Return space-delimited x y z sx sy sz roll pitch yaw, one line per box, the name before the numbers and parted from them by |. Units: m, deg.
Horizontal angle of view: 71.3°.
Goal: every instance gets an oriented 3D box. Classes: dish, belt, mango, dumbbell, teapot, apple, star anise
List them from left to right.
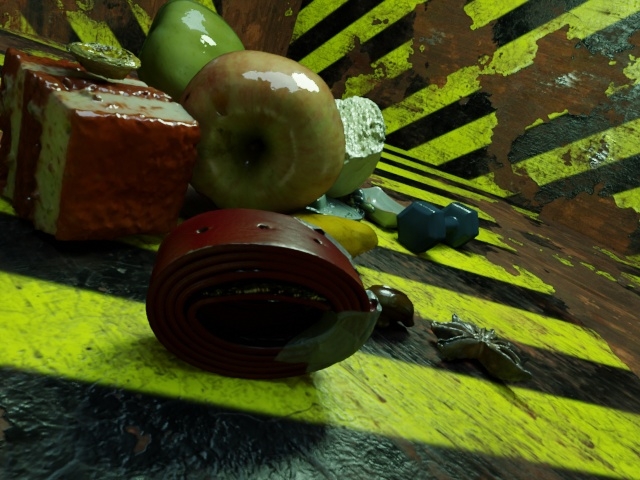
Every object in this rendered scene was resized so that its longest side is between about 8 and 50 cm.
apple | -0.539 -0.765 1.906 0.473 0.474 0.473 18 22 -8
apple | -0.130 -0.243 1.048 0.391 0.391 0.346 19 27 -6
belt | -0.074 0.082 0.639 0.323 0.227 0.115 13 27 -18
mango | -0.003 0.006 1.022 0.295 0.120 0.177 2 21 -42
dish | 0.206 -0.108 1.517 0.151 0.077 0.212 -4 33 -43
teapot | 0.134 0.140 0.896 0.129 0.078 0.098 26 -22 -25
dumbbell | 0.385 -0.047 1.446 0.144 0.160 0.325 -1 2 42
star anise | 0.321 0.214 0.905 0.208 0.063 0.172 19 18 5

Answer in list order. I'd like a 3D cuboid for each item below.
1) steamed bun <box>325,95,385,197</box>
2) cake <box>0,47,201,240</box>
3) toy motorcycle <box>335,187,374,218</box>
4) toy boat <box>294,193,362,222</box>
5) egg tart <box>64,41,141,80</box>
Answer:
steamed bun | 0.076 -0.296 1.383 0.272 0.273 0.290 -7 54 17
cake | -0.429 -0.175 0.856 0.319 0.269 0.270 32 24 29
toy motorcycle | 0.100 -0.126 1.439 0.124 0.061 0.193 -33 43 -19
toy boat | -0.028 -0.115 1.304 0.319 0.092 0.141 20 29 -5
egg tart | -0.395 -0.325 0.813 0.128 0.049 0.129 15 26 -7
